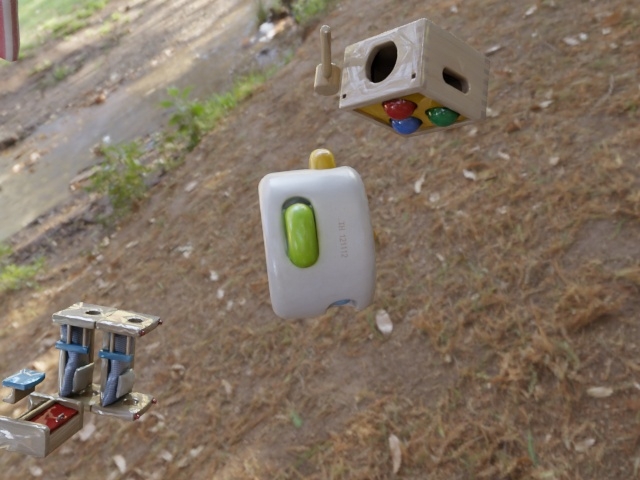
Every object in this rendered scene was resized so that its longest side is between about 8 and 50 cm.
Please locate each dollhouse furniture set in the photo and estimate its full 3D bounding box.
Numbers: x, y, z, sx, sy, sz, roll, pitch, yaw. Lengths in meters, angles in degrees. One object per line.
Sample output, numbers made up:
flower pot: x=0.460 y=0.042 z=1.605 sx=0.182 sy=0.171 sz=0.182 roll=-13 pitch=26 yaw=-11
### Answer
dollhouse furniture set: x=-0.300 y=0.172 z=0.831 sx=0.128 sy=0.129 sz=0.183 roll=8 pitch=11 yaw=10

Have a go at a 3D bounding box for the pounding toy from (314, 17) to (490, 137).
pounding toy: x=0.067 y=-0.188 z=0.805 sx=0.206 sy=0.181 sz=0.094 roll=-4 pitch=77 yaw=48

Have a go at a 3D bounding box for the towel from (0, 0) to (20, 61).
towel: x=-0.390 y=-0.250 z=0.632 sx=0.144 sy=0.197 sz=0.029 roll=-25 pitch=49 yaw=64

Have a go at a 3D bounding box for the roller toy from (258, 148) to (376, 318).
roller toy: x=0.000 y=0.000 z=0.862 sx=0.146 sy=0.191 sz=0.209 roll=-7 pitch=35 yaw=-4
